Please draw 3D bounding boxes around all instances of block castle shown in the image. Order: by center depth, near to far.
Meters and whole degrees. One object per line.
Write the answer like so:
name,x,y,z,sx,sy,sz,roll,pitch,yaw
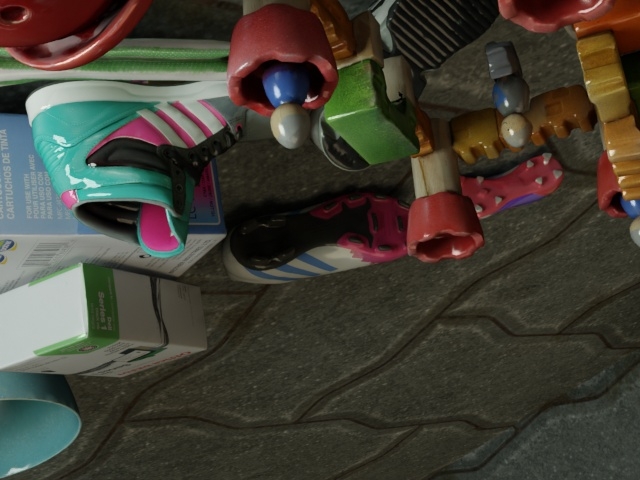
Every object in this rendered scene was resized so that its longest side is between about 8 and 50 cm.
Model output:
block castle,0.149,-0.121,0.790,0.303,0.213,0.453,-14,154,23

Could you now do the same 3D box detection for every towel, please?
towel,-0.215,-0.167,0.826,0.248,0.325,0.038,-6,103,-25

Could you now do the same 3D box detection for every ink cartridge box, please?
ink cartridge box,-0.345,-0.025,1.026,0.395,0.151,0.270,-2,160,-33
ink cartridge box,-0.267,0.104,1.085,0.160,0.092,0.219,-20,160,27

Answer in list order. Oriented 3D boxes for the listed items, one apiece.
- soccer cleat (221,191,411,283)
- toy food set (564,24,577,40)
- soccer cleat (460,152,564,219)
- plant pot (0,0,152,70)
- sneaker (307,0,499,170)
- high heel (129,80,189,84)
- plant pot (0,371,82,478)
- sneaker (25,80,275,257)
soccer cleat,0.000,0.000,1.401,0.331,0.116,0.143,-7,163,-20
toy food set,0.218,-0.349,0.827,0.092,0.220,0.306,-22,151,21
soccer cleat,0.289,-0.073,1.479,0.248,0.083,0.095,-20,155,-7
plant pot,-0.199,-0.211,0.559,0.191,0.191,0.174,-35,152,22
sneaker,0.090,-0.246,1.054,0.122,0.146,0.330,38,95,-29
high heel,-0.125,-0.174,1.077,0.244,0.082,0.117,-16,-178,-35
plant pot,-0.519,0.217,1.316,0.290,0.195,0.290,-15,150,-9
sneaker,-0.143,-0.075,0.924,0.295,0.178,0.124,-6,164,-25
